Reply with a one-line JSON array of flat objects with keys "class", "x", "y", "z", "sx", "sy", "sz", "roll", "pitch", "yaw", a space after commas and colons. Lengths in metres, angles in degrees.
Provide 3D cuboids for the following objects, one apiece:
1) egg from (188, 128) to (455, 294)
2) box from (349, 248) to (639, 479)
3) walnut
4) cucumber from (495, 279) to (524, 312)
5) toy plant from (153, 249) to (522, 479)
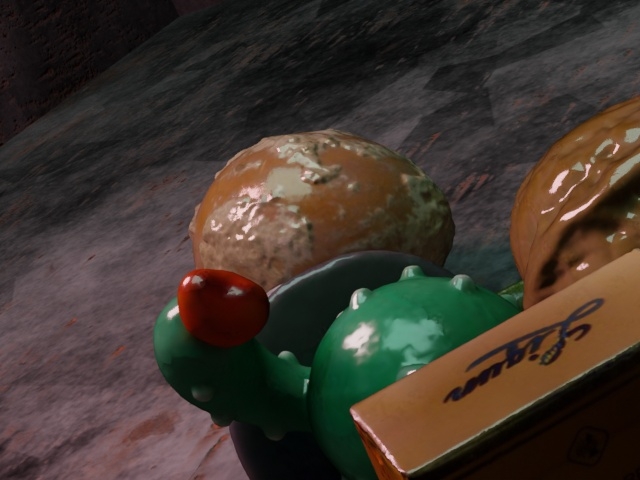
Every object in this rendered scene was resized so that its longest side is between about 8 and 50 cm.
[{"class": "egg", "x": 0.000, "y": 0.000, "z": 1.121, "sx": 0.245, "sy": 0.203, "sz": 0.203, "roll": -7, "pitch": 24, "yaw": 14}, {"class": "box", "x": 0.128, "y": 0.143, "z": 0.558, "sx": 0.152, "sy": 0.237, "sz": 0.070, "roll": -28, "pitch": 23, "yaw": -9}, {"class": "walnut", "x": 0.237, "y": -0.002, "z": 0.881, "sx": 0.213, "sy": 0.213, "sz": 0.213, "roll": -21, "pitch": 21, "yaw": 8}, {"class": "cucumber", "x": 0.140, "y": 0.073, "z": 0.985, "sx": 0.250, "sy": 0.056, "sz": 0.056, "roll": -28, "pitch": 21, "yaw": -12}, {"class": "toy plant", "x": 0.030, "y": 0.090, "z": 0.744, "sx": 0.185, "sy": 0.279, "sz": 0.400, "roll": -62, "pitch": 9, "yaw": -9}]
